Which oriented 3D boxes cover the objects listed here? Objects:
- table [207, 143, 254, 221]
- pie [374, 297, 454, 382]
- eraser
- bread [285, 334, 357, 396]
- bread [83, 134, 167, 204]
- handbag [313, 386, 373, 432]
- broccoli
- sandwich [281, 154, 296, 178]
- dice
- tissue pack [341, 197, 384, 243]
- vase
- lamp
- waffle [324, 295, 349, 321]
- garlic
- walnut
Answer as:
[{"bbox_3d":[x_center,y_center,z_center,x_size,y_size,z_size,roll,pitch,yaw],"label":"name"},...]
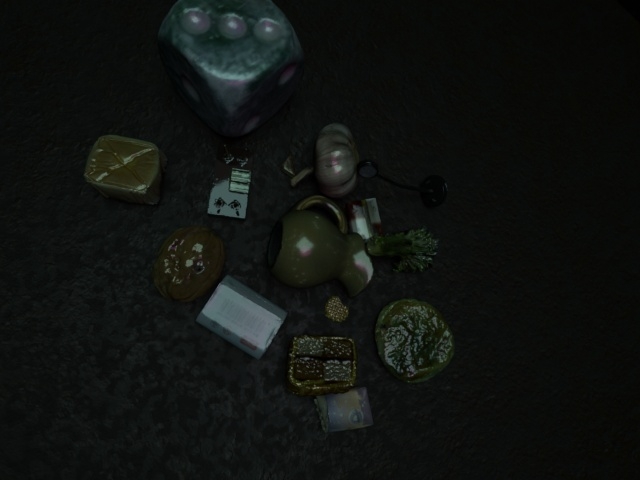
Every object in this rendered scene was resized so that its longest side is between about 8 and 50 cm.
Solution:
[{"bbox_3d":[-0.287,-0.197,1.326,0.122,0.111,0.240,7,77,-11],"label":"table"},{"bbox_3d":[0.309,0.324,1.351,0.277,0.078,0.276,3,77,-13],"label":"pie"},{"bbox_3d":[-0.237,0.233,1.260,0.227,0.081,0.174,33,70,-2],"label":"eraser"},{"bbox_3d":[0.004,0.380,1.248,0.222,0.096,0.181,3,55,-9],"label":"bread"},{"bbox_3d":[-0.593,-0.217,1.271,0.210,0.110,0.192,7,71,-10],"label":"bread"},{"bbox_3d":[0.065,0.519,1.258,0.173,0.095,0.117,-1,63,-17],"label":"handbag"},{"bbox_3d":[0.256,0.024,1.318,0.304,0.146,0.164,6,82,-44],"label":"broccoli"},{"bbox_3d":[-0.114,-0.251,1.413,0.044,0.031,0.083,-9,81,-15],"label":"sandwich"},{"bbox_3d":[-0.271,-0.561,1.294,0.328,0.330,0.348,46,72,0],"label":"dice"},{"bbox_3d":[0.143,-0.057,1.387,0.106,0.099,0.148,-10,81,-13],"label":"tissue pack"},{"bbox_3d":[0.000,0.000,1.294,0.302,0.241,0.329,12,62,-20],"label":"vase"},{"bbox_3d":[0.268,-0.214,1.389,0.371,0.130,0.108,14,61,-25],"label":"lamp"},{"bbox_3d":[0.055,0.228,1.353,0.085,0.016,0.078,33,78,-2],"label":"waffle"},{"bbox_3d":[0.009,-0.238,1.362,0.253,0.245,0.245,-17,81,15],"label":"garlic"},{"bbox_3d":[-0.384,0.067,1.210,0.198,0.198,0.244,26,75,-5],"label":"walnut"}]
